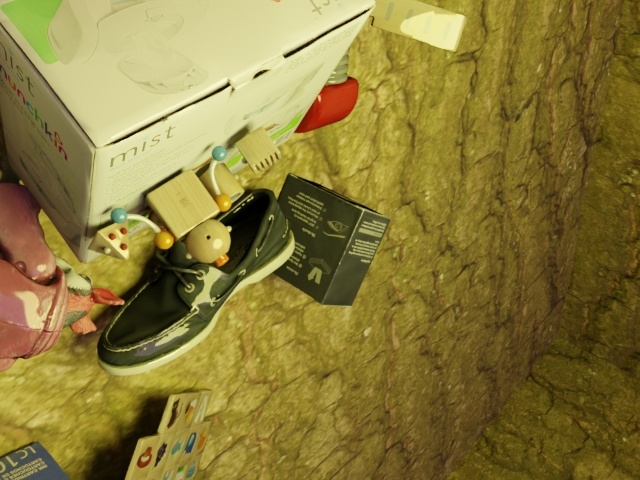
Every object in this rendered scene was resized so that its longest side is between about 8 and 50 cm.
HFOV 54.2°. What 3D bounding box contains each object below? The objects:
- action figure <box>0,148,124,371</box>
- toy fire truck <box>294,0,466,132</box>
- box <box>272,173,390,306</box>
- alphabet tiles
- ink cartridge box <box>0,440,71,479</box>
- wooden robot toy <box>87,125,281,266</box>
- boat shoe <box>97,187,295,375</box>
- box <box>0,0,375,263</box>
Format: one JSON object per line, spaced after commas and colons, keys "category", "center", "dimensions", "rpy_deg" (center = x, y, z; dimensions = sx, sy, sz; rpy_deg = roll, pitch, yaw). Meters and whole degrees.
{"category": "action figure", "center": [-0.325, 0.028, 0.512], "dimensions": [0.370, 0.275, 0.248], "rpy_deg": [16, 95, -41]}
{"category": "toy fire truck", "center": [0.027, -0.236, 0.772], "dimensions": [0.158, 0.246, 0.217], "rpy_deg": [-26, 132, -39]}
{"category": "box", "center": [0.000, 0.000, 0.985], "dimensions": [0.093, 0.156, 0.158], "rpy_deg": [13, 103, -55]}
{"category": "alphabet tiles", "center": [-0.248, 0.394, 0.942], "dimensions": [0.285, 0.011, 0.343], "rpy_deg": [48, 59, -76]}
{"category": "ink cartridge box", "center": [-0.430, 0.435, 0.748], "dimensions": [0.270, 0.151, 0.396], "rpy_deg": [-17, 127, -46]}
{"category": "wooden robot toy", "center": [-0.096, -0.016, 0.513], "dimensions": [0.173, 0.079, 0.076], "rpy_deg": [-35, 177, -19]}
{"category": "boat shoe", "center": [-0.161, 0.037, 0.833], "dimensions": [0.340, 0.127, 0.113], "rpy_deg": [-36, 137, -34]}
{"category": "box", "center": [-0.117, -0.125, 0.532], "dimensions": [0.262, 0.127, 0.231], "rpy_deg": [-37, 176, -28]}
